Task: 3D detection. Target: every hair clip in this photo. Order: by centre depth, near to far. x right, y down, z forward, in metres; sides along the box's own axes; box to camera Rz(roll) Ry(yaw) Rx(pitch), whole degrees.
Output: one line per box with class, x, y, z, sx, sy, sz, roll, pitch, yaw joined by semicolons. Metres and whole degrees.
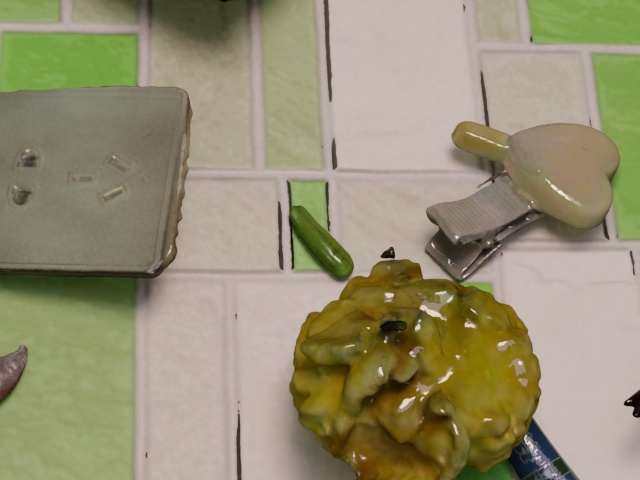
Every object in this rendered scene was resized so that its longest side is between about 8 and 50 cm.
hair clip;0.191;-0.055;1.584;0.218;0.071;0.159;-29;66;-24

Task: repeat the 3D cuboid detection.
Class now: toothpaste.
toothpaste;0.190;0.191;1.469;0.057;0.035;0.197;-32;71;-4

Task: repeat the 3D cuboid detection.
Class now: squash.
squash;-0.001;0.001;1.553;0.027;0.027;0.089;-36;70;-22

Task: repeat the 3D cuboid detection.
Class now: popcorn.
popcorn;0.078;0.118;1.404;0.218;0.169;0.189;10;33;22

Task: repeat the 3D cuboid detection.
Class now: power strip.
power strip;-0.222;-0.049;1.532;0.213;0.064;0.198;2;63;10

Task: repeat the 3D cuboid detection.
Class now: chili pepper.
chili pepper;-0.318;0.138;1.437;0.153;0.041;0.050;-30;89;-36

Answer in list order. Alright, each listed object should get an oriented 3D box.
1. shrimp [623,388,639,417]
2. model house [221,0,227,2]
shrimp;0.334;0.083;1.526;0.262;0.066;0.117;-31;54;-35
model house;-0.114;-0.419;1.644;0.317;0.297;0.282;24;18;12
